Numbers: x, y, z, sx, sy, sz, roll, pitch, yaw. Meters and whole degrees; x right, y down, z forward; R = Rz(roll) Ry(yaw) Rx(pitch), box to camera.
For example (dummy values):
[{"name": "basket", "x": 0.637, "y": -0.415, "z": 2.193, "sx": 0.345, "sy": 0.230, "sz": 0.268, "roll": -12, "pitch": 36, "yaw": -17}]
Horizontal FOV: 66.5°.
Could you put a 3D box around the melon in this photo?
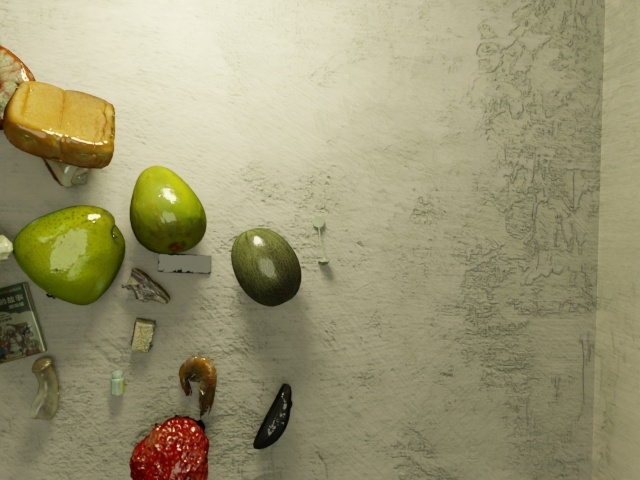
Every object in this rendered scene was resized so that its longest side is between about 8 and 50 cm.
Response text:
[{"name": "melon", "x": -0.202, "y": 0.095, "z": 1.815, "sx": 0.237, "sy": 0.237, "sz": 0.302, "roll": -30, "pitch": 96, "yaw": -9}]

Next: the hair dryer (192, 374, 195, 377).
[{"name": "hair dryer", "x": -0.451, "y": 0.517, "z": 1.882, "sx": 0.083, "sy": 0.026, "sz": 0.047, "roll": -19, "pitch": 94, "yaw": -7}]

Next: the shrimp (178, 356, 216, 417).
[{"name": "shrimp", "x": -0.461, "y": 0.556, "z": 1.851, "sx": 0.150, "sy": 0.068, "sz": 0.249, "roll": -2, "pitch": 99, "yaw": 12}]

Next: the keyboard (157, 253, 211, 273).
[{"name": "keyboard", "x": -0.518, "y": 0.088, "z": 1.866, "sx": 0.196, "sy": 0.015, "sz": 0.074, "roll": 3, "pitch": 87, "yaw": -12}]

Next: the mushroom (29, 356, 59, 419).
[{"name": "mushroom", "x": -0.986, "y": 0.529, "z": 1.748, "sx": 0.092, "sy": 0.081, "sz": 0.223, "roll": 3, "pitch": 88, "yaw": -31}]

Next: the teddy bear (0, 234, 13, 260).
[{"name": "teddy bear", "x": -1.187, "y": 0.186, "z": 1.638, "sx": 0.375, "sy": 0.327, "sz": 0.362, "roll": -39, "pitch": 142, "yaw": -33}]

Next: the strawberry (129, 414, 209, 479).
[{"name": "strawberry", "x": -0.534, "y": 0.797, "z": 1.731, "sx": 0.291, "sy": 0.310, "sz": 0.292, "roll": -1, "pitch": 95, "yaw": -8}]

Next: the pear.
[{"name": "pear", "x": -0.840, "y": 0.022, "z": 1.690, "sx": 0.318, "sy": 0.238, "sz": 0.342, "roll": -44, "pitch": 99, "yaw": 1}]

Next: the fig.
[{"name": "fig", "x": -0.557, "y": -0.113, "z": 1.744, "sx": 0.258, "sy": 0.258, "sz": 0.326, "roll": -24, "pitch": 77, "yaw": -10}]

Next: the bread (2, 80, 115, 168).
[{"name": "bread", "x": -0.863, "y": -0.378, "z": 1.629, "sx": 0.328, "sy": 0.337, "sz": 0.148, "roll": 8, "pitch": 129, "yaw": -31}]

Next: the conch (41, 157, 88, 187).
[{"name": "conch", "x": -0.902, "y": -0.294, "z": 1.725, "sx": 0.127, "sy": 0.158, "sz": 0.255, "roll": -31, "pitch": 86, "yaw": -30}]

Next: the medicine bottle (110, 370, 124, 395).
[{"name": "medicine bottle", "x": -0.752, "y": 0.529, "z": 1.809, "sx": 0.047, "sy": 0.047, "sz": 0.083, "roll": 1, "pitch": 91, "yaw": -11}]

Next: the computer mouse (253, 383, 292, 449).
[{"name": "computer mouse", "x": -0.165, "y": 0.689, "z": 1.885, "sx": 0.086, "sy": 0.137, "sz": 0.270, "roll": 27, "pitch": 87, "yaw": -4}]

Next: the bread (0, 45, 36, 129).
[{"name": "bread", "x": -1.161, "y": -0.535, "z": 1.674, "sx": 0.327, "sy": 0.114, "sz": 0.295, "roll": 5, "pitch": 89, "yaw": -11}]

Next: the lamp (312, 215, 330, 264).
[{"name": "lamp", "x": 0.000, "y": 0.000, "z": 1.964, "sx": 0.050, "sy": 0.056, "sz": 0.198, "roll": -7, "pitch": 81, "yaw": -10}]

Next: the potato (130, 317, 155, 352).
[{"name": "potato", "x": -0.661, "y": 0.357, "z": 1.819, "sx": 0.086, "sy": 0.061, "sz": 0.122, "roll": 12, "pitch": 89, "yaw": -14}]

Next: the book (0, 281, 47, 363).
[{"name": "book", "x": -1.120, "y": 0.299, "z": 1.741, "sx": 0.202, "sy": 0.027, "sz": 0.264, "roll": -14, "pitch": 94, "yaw": -9}]

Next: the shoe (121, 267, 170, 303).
[{"name": "shoe", "x": -0.647, "y": 0.187, "z": 1.803, "sx": 0.180, "sy": 0.089, "sz": 0.092, "roll": 41, "pitch": 82, "yaw": -7}]
